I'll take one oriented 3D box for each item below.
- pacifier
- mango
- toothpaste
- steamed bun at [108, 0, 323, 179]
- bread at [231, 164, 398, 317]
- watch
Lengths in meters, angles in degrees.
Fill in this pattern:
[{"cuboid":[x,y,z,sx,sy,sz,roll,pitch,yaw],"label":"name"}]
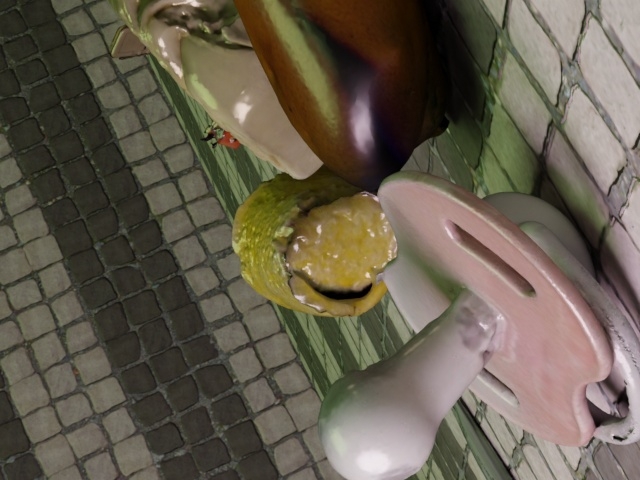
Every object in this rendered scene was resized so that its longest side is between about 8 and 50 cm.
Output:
[{"cuboid":[0.122,0.077,1.149,0.332,0.273,0.220,83,177,-62],"label":"pacifier"},{"cuboid":[0.018,-0.189,1.230,0.287,0.152,0.201,65,163,-9],"label":"mango"},{"cuboid":[0.206,0.270,1.767,0.197,0.029,0.048,-120,12,-46],"label":"toothpaste"},{"cuboid":[-0.074,-0.239,1.493,0.276,0.203,0.289,40,-172,-46],"label":"steamed bun"},{"cuboid":[0.001,0.003,1.726,0.197,0.197,0.170,67,167,-12],"label":"bread"},{"cuboid":[-0.107,-0.185,1.663,0.102,0.268,0.165,-45,67,40],"label":"watch"}]
